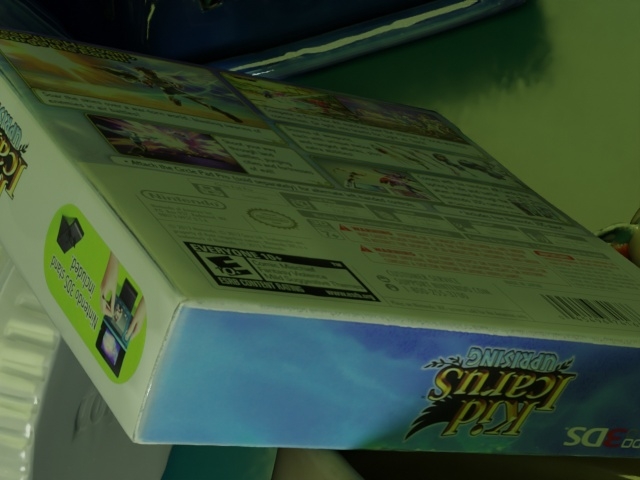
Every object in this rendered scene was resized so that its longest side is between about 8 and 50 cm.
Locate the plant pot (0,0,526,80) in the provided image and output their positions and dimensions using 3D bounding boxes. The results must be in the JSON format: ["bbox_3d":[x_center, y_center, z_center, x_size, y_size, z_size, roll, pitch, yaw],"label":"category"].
[{"bbox_3d":[-0.045,-0.213,0.782,0.236,0.236,0.212,-14,75,12],"label":"plant pot"}]

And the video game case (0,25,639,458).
[{"bbox_3d":[0.000,0.000,0.678,0.244,0.269,0.061,46,121,49],"label":"video game case"}]

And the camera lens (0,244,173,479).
[{"bbox_3d":[-0.222,0.046,0.793,0.274,0.219,0.219,12,86,14],"label":"camera lens"}]

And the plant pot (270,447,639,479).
[{"bbox_3d":[0.111,0.228,0.672,0.323,0.323,0.280,18,104,15],"label":"plant pot"}]

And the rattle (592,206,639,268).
[{"bbox_3d":[0.184,-0.050,0.789,0.200,0.130,0.142,-30,64,35],"label":"rattle"}]
